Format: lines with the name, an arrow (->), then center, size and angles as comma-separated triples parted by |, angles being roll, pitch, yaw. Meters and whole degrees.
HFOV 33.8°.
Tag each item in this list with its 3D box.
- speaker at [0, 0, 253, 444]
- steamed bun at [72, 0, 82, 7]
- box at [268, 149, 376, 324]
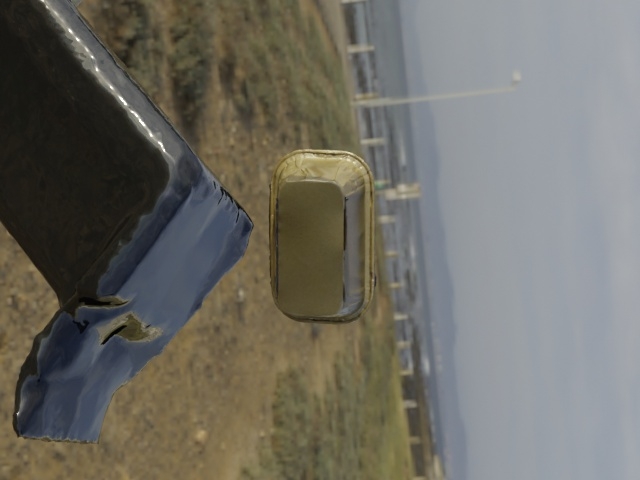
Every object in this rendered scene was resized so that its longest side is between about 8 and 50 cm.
speaker -> -0.211, -0.071, 0.722 | 0.388, 0.184, 0.180 | 51, -2, 16
steamed bun -> -0.456, -0.356, 1.491 | 0.177, 0.192, 0.106 | 53, 42, -46
box -> 0.000, 0.000, 1.043 | 0.111, 0.111, 0.177 | -65, 156, -79
